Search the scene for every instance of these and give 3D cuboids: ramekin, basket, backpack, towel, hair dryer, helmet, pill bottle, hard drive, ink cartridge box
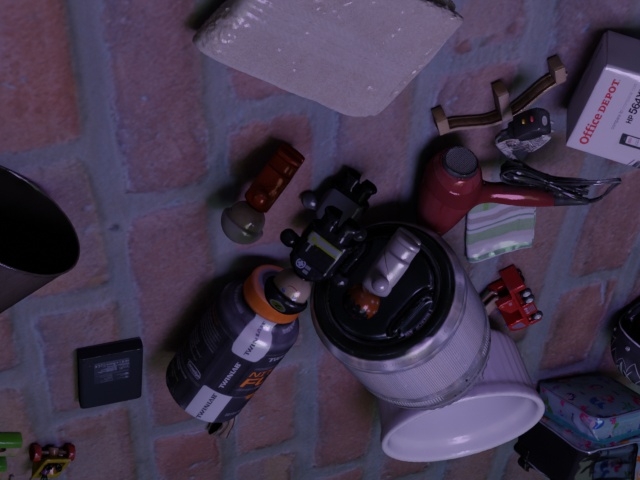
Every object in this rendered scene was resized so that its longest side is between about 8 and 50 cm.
[{"bbox_3d":[0.223,0.256,2.050,0.277,0.135,0.277,-10,152,-6],"label":"ramekin"},{"bbox_3d":[-0.434,0.034,1.438,0.227,0.154,0.204,-36,146,24],"label":"basket"},{"bbox_3d":[0.518,0.361,2.298,0.254,0.225,0.191,3,106,-31],"label":"backpack"},{"bbox_3d":[0.015,-0.245,1.402,0.282,0.049,0.187,18,127,-41],"label":"towel"},{"bbox_3d":[0.241,-0.058,1.682,0.294,0.080,0.224,-21,136,36],"label":"hair dryer"},{"bbox_3d":[0.596,0.186,2.170,0.161,0.169,0.169,-43,143,0],"label":"helmet"},{"bbox_3d":[0.273,-0.027,1.840,0.113,0.023,0.152,-18,144,-8],"label":"towel"},{"bbox_3d":[-0.115,0.143,1.759,0.130,0.130,0.245,7,135,-35],"label":"pill bottle"},{"bbox_3d":[-0.311,0.199,1.817,0.094,0.022,0.135,-10,142,-17],"label":"hard drive"},{"bbox_3d":[0.443,-0.171,1.618,0.203,0.086,0.148,16,135,-1],"label":"ink cartridge box"}]

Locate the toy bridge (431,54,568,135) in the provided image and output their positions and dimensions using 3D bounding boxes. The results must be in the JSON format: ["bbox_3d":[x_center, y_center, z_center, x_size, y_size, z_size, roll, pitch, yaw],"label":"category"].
[{"bbox_3d":[0.240,-0.183,1.619,0.188,0.026,0.063,-23,147,1],"label":"toy bridge"}]

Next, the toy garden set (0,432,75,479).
[{"bbox_3d":[-0.515,0.391,1.933,0.204,0.049,0.244,7,135,-34],"label":"toy garden set"}]

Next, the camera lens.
[{"bbox_3d":[0.121,0.113,1.758,0.219,0.219,0.274,-27,151,6],"label":"camera lens"}]

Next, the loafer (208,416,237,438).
[{"bbox_3d":[-0.159,0.288,1.998,0.039,0.045,0.125,-4,143,-14],"label":"loafer"}]

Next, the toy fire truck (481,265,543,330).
[{"bbox_3d":[0.277,0.103,1.989,0.135,0.047,0.192,-27,145,7],"label":"toy fire truck"}]

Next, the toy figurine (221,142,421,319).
[{"bbox_3d":[0.000,0.000,1.569,0.210,0.213,0.148,15,118,-47],"label":"toy figurine"}]
